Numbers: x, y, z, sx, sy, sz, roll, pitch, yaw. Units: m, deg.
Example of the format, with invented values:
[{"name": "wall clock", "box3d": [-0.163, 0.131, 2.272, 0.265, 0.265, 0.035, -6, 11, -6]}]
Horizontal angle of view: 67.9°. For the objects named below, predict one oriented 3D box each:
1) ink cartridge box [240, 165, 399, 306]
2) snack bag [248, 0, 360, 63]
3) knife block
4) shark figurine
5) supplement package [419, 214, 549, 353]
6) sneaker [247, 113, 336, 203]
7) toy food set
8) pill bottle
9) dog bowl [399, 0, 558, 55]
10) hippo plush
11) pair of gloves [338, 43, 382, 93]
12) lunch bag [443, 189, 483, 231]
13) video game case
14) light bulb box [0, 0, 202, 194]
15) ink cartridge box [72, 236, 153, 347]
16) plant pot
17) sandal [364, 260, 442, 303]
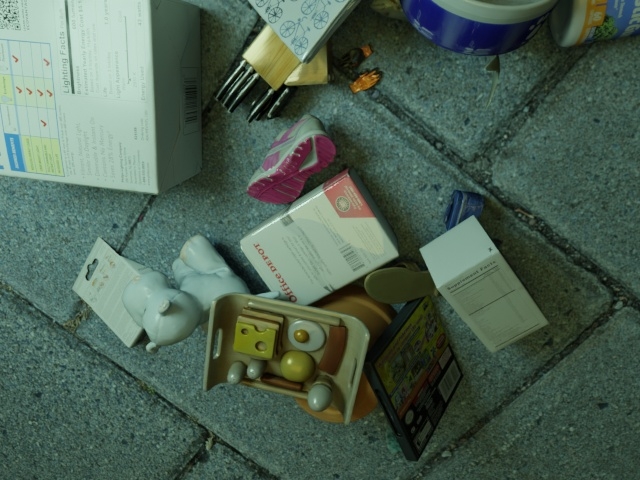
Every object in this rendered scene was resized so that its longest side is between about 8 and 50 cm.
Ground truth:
[{"name": "ink cartridge box", "box3d": [0.000, 0.000, 1.045, 0.283, 0.117, 0.207, -30, 102, 16]}, {"name": "snack bag", "box3d": [0.013, -0.514, 0.813, 0.342, 0.037, 0.323, -43, 58, 19]}, {"name": "knife block", "box3d": [-0.098, -0.377, 0.948, 0.242, 0.088, 0.275, 1, 109, 8]}, {"name": "shark figurine", "box3d": [0.241, -0.380, 0.884, 0.278, 0.116, 0.166, 39, 67, 8]}, {"name": "supplement package", "box3d": [0.336, 0.093, 0.980, 0.139, 0.133, 0.244, -34, 121, 16]}, {"name": "sneaker", "box3d": [-0.065, -0.171, 1.014, 0.103, 0.111, 0.252, 27, 135, -35]}, {"name": "toy food set", "box3d": [-0.073, 0.238, 0.931, 0.307, 0.092, 0.219, 11, 111, 4]}, {"name": "pill bottle", "box3d": [0.549, -0.428, 0.802, 0.272, 0.152, 0.152, -7, 107, 11]}, {"name": "dog bowl", "box3d": [0.268, -0.444, 0.789, 0.265, 0.104, 0.264, 1, 70, -3]}, {"name": "hippo plush", "box3d": [-0.291, 0.156, 1.039, 0.294, 0.237, 0.234, 37, 130, 22]}, {"name": "pair of gloves", "box3d": [0.082, -0.351, 0.972, 0.074, 0.010, 0.083, -24, 103, 15]}, {"name": "lunch bag", "box3d": [0.298, -0.056, 1.009, 0.065, 0.067, 0.098, 12, 111, 5]}, {"name": "video game case", "box3d": [0.211, 0.283, 1.038, 0.035, 0.275, 0.248, -12, 109, 42]}, {"name": "light bulb box", "box3d": [-0.451, -0.304, 0.953, 0.362, 0.225, 0.357, 8, 110, 7]}, {"name": "ink cartridge box", "box3d": [-0.505, 0.128, 1.211, 0.232, 0.066, 0.189, 42, 111, 16]}, {"name": "plant pot", "box3d": [0.046, 0.270, 1.085, 0.291, 0.203, 0.290, 2, 108, 7]}, {"name": "sandal", "box3d": [0.196, 0.085, 1.069, 0.240, 0.079, 0.088, -1, 112, -17]}]
